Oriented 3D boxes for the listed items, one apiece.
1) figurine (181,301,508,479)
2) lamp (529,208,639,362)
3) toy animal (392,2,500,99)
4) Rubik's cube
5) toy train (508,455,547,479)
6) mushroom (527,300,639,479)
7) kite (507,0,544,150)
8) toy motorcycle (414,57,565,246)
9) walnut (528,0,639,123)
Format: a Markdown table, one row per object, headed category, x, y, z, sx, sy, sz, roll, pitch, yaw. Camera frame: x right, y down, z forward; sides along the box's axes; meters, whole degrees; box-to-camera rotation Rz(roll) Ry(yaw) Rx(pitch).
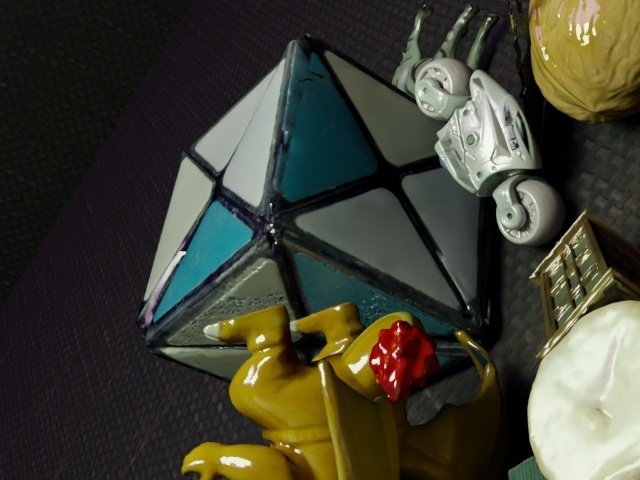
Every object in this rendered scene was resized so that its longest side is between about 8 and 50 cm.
| category | x | y | z | sx | sy | sz | roll | pitch | yaw |
| --- | --- | --- | --- | --- | --- | --- | --- | --- | --- |
| figurine | 0.029 | 0.242 | 1.012 | 0.268 | 0.401 | 0.387 | -12 | 83 | 14 |
| lamp | 0.236 | 0.054 | 0.964 | 0.089 | 0.090 | 0.325 | -52 | -2 | 14 |
| toy animal | 0.175 | -0.234 | 1.541 | 0.170 | 0.090 | 0.255 | -58 | 23 | 13 |
| Rubik's cube | 0.000 | 0.000 | 1.351 | 0.305 | 0.307 | 0.310 | -34 | 36 | 44 |
| toy train | 0.208 | 0.344 | 0.878 | 0.086 | 0.089 | 0.409 | -35 | 34 | 32 |
| mushroom | 0.285 | 0.195 | 0.657 | 0.315 | 0.356 | 0.315 | -5 | 79 | 25 |
| kite | 0.225 | -0.220 | 1.264 | 0.015 | 0.285 | 0.152 | 1 | 58 | 17 |
| toy motorcycle | 0.190 | -0.109 | 1.275 | 0.112 | 0.112 | 0.254 | -45 | 61 | 28 |
| walnut | 0.304 | -0.232 | 1.197 | 0.193 | 0.193 | 0.225 | -2 | 64 | 60 |
